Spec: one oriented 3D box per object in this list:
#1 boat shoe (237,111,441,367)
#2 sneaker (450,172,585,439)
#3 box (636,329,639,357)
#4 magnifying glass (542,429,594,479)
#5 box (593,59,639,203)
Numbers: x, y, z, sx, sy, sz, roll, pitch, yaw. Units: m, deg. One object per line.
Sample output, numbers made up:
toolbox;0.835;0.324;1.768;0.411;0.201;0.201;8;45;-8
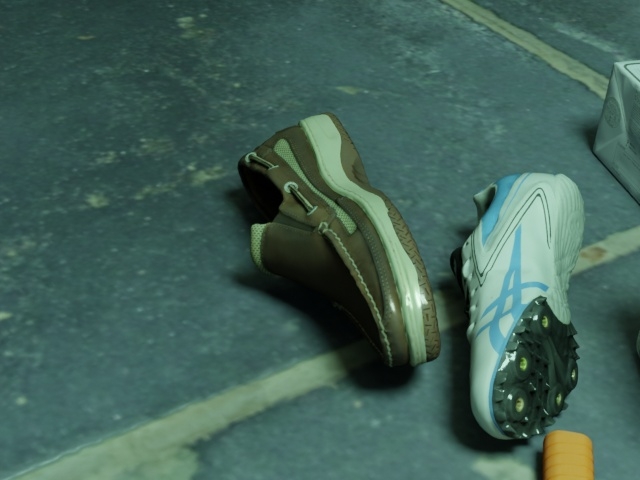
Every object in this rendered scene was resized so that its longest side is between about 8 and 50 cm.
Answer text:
boat shoe;0.001;0.007;0.799;0.095;0.095;0.257;-17;33;-6
sneaker;0.122;0.041;0.771;0.086;0.085;0.237;-11;33;25
box;0.329;0.051;0.707;0.232;0.149;0.127;1;36;-4
magnifying glass;0.128;0.185;0.603;0.092;0.026;0.231;8;35;5
box;0.391;-0.081;0.953;0.290;0.087;0.169;-6;37;-15
